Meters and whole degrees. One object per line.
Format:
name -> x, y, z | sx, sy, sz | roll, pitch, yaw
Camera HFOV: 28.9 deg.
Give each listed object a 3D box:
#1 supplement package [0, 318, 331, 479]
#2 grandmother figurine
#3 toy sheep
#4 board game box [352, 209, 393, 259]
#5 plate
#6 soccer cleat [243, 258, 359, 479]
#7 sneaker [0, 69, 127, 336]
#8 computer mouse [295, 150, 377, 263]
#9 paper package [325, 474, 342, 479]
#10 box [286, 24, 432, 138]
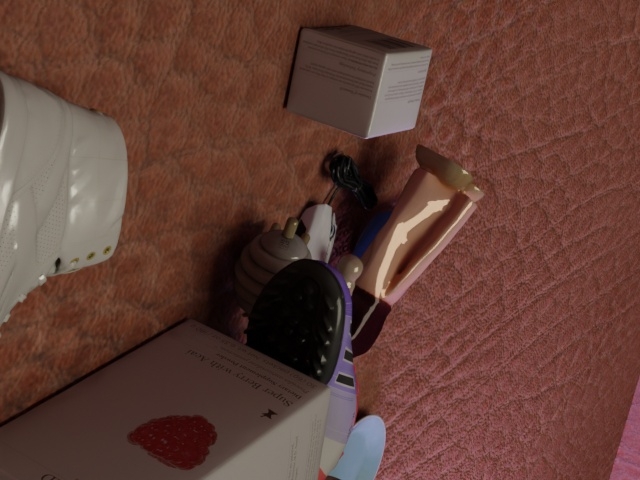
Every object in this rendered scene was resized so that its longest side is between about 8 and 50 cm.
supplement package -> -0.149, 0.224, 1.107 | 0.293, 0.177, 0.175 | -30, 136, -50
grandmother figurine -> 0.055, 0.061, 1.393 | 0.342, 0.104, 0.208 | -58, 149, -1
toy sheep -> -0.045, 0.031, 1.250 | 0.091, 0.091, 0.132 | -30, 141, -49
board game box -> 0.072, 0.015, 1.508 | 0.168, 0.033, 0.133 | -13, 124, -50
plate -> 0.029, 0.316, 1.674 | 0.188, 0.024, 0.188 | -40, 143, -40
soccer cleat -> -0.008, 0.134, 1.249 | 0.116, 0.108, 0.318 | -25, 140, -37
sneaker -> -0.225, 0.033, 0.898 | 0.169, 0.108, 0.293 | 14, 97, -60
computer mouse -> 0.000, 0.000, 1.351 | 0.193, 0.042, 0.106 | -59, 153, -16
paper package -> -0.059, 0.451, 1.319 | 0.309, 0.168, 0.325 | -99, -158, -70
box -> 0.039, -0.159, 1.232 | 0.101, 0.102, 0.087 | -19, 125, -57
